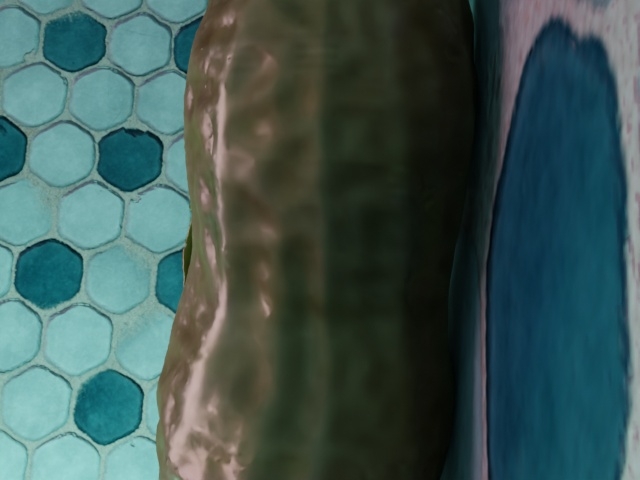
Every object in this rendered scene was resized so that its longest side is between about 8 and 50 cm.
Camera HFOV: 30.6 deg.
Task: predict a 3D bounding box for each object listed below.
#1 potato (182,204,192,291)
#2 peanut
[{"bbox_3d":[-0.008,-0.005,0.691,0.271,0.111,0.160,119,150,-51],"label":"potato"},{"bbox_3d":[0.000,0.000,0.471,0.136,0.120,0.298,-129,45,-79],"label":"peanut"}]
